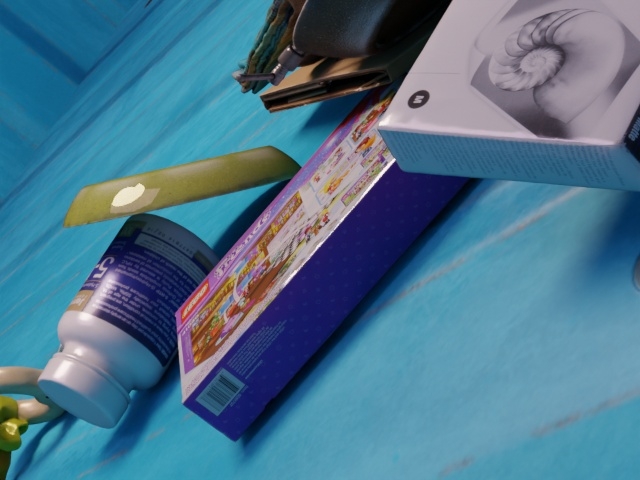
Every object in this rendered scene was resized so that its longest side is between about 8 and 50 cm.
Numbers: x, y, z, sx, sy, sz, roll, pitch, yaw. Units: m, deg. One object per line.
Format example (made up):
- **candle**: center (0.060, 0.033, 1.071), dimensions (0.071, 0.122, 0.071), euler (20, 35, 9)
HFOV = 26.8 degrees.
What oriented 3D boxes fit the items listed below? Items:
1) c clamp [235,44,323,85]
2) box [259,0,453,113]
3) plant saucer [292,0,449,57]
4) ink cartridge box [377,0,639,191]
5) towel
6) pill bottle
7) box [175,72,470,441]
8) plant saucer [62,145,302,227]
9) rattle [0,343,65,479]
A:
- **c clamp**: center (0.014, -0.184, 1.100), dimensions (0.160, 0.022, 0.137), euler (-47, -11, 20)
- **box**: center (0.064, -0.175, 1.164), dimensions (0.201, 0.021, 0.164), euler (-38, 19, -35)
- **plant saucer**: center (0.104, -0.241, 0.998), dimensions (0.310, 0.050, 0.310), euler (-45, -6, -6)
- **ink cartridge box**: center (0.173, -0.125, 0.761), dimensions (0.224, 0.045, 0.223), euler (8, 57, 38)
- **towel**: center (0.044, -0.259, 1.278), dimensions (0.271, 0.040, 0.370), euler (-38, 2, -10)
- **pill bottle**: center (-0.182, 0.078, 1.273), dimensions (0.112, 0.112, 0.186), euler (-20, 35, 58)
- **box**: center (0.000, 0.000, 1.065), dimensions (0.293, 0.057, 0.201), euler (-48, 17, 8)
- **plant saucer**: center (-0.134, -0.056, 1.301), dimensions (0.241, 0.037, 0.241), euler (-12, 5, 1)
- **rattle**: center (-0.301, 0.193, 1.413), dimensions (0.200, 0.130, 0.142), euler (-13, 45, 21)
